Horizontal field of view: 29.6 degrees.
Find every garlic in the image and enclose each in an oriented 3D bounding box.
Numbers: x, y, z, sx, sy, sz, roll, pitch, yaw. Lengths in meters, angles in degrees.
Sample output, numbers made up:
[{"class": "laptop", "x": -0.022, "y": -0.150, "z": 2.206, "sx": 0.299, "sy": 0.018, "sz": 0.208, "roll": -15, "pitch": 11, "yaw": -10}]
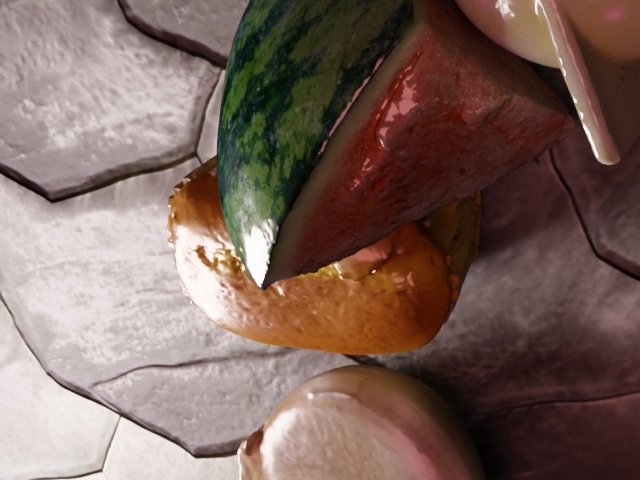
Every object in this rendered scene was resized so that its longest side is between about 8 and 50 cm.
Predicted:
[{"class": "garlic", "x": 0.058, "y": 0.258, "z": 1.262, "sx": 0.325, "sy": 0.132, "sz": 0.278, "roll": 11, "pitch": 122, "yaw": 23}]

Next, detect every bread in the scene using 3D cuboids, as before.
[{"class": "bread", "x": 0.000, "y": 0.000, "z": 1.130, "sx": 0.288, "sy": 0.156, "sz": 0.204, "roll": 7, "pitch": 122, "yaw": 21}]

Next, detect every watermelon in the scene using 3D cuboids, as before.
[{"class": "watermelon", "x": 0.044, "y": -0.147, "z": 1.003, "sx": 0.250, "sy": 0.293, "sz": 0.283, "roll": 60, "pitch": 139, "yaw": 17}]

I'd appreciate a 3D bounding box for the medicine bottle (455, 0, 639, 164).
[{"class": "medicine bottle", "x": 0.173, "y": -0.276, "z": 0.836, "sx": 0.236, "sy": 0.235, "sz": 0.406, "roll": -12, "pitch": 110, "yaw": 31}]
